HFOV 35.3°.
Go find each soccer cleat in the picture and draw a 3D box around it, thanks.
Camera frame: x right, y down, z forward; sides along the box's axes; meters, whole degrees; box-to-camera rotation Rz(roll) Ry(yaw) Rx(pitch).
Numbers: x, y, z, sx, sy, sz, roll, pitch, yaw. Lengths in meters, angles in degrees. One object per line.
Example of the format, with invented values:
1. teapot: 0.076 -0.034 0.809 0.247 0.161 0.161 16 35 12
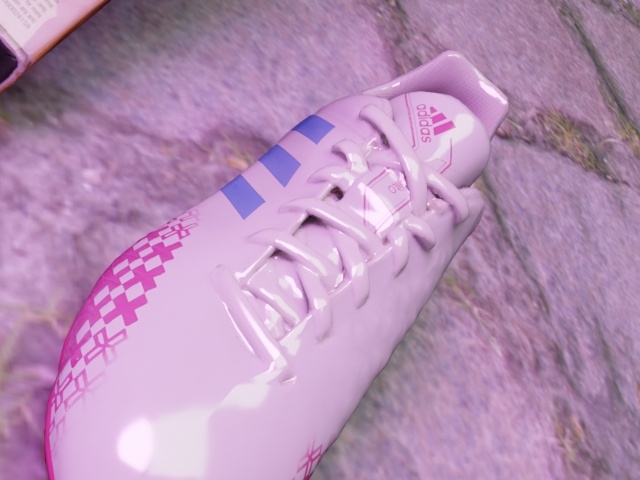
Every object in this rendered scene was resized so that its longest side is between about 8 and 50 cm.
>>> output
1. soccer cleat: 0.000 0.000 0.444 0.116 0.143 0.331 45 34 -7

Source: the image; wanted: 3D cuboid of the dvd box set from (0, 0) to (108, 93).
1. dvd box set: -0.126 -0.312 0.509 0.307 0.062 0.420 48 55 -17
